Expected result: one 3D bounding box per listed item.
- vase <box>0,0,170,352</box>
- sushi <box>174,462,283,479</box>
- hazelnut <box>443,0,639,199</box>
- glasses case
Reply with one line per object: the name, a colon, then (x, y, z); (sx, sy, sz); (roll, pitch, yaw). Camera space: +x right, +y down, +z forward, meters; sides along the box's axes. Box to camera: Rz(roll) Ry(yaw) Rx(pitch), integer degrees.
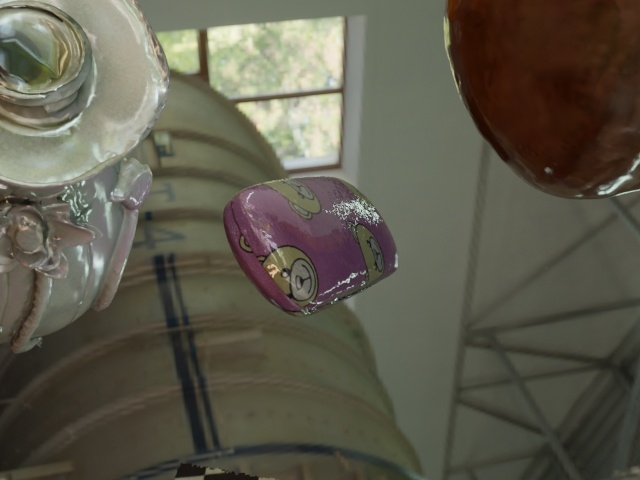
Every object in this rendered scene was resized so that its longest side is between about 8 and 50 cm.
vase: (-0.261, -0.058, 0.881); (0.445, 0.250, 0.250); (134, -52, -63)
sushi: (-0.074, 0.245, 0.540); (0.043, 0.192, 0.279); (50, 54, -42)
hazelnut: (0.153, -0.128, 0.524); (0.186, 0.210, 0.210); (53, -28, 35)
glasses case: (0.000, 0.000, 0.992); (0.123, 0.076, 0.316); (56, 19, 6)
